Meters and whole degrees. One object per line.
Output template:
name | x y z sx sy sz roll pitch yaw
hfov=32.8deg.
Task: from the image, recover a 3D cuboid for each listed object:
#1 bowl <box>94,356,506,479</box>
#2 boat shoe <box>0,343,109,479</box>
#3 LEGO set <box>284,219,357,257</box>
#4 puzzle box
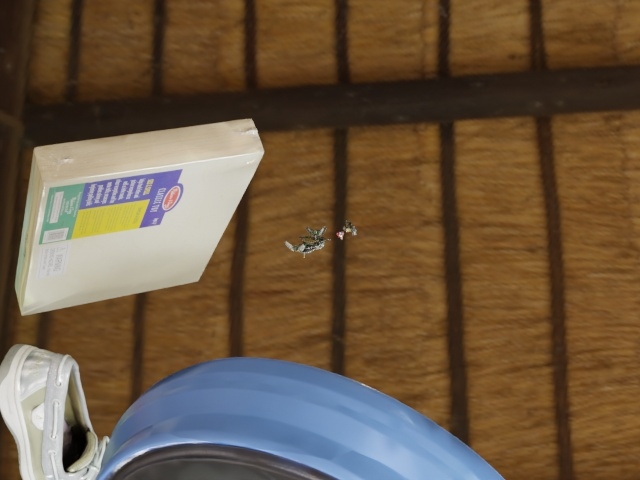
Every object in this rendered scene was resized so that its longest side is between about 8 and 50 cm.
bowl | -0.009 0.266 0.840 0.391 0.391 0.077 -34 -167 40
boat shoe | -0.356 0.273 1.516 0.118 0.103 0.320 -69 158 -49
LEGO set | 0.002 0.001 1.246 0.054 0.083 0.023 -87 169 -64
puzzle box | -0.252 -0.022 1.434 0.409 0.272 0.052 126 -50 -58
